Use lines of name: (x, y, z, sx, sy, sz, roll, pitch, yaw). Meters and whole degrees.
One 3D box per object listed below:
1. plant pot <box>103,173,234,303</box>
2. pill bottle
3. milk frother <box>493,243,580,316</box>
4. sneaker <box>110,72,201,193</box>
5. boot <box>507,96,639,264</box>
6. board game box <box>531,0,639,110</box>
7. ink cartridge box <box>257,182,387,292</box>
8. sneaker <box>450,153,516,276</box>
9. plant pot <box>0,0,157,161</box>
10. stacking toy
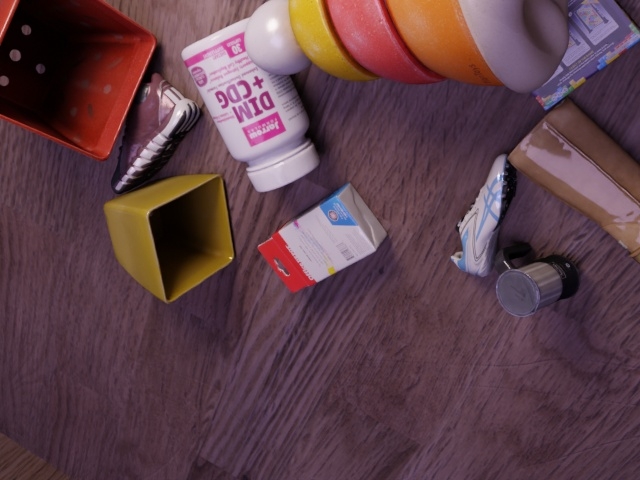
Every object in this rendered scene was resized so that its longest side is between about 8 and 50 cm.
plant pot: (-0.335, -0.024, 1.351, 0.187, 0.212, 0.212, 14, 123, 31)
pill bottle: (-0.117, -0.242, 1.145, 0.161, 0.160, 0.283, -15, 111, 30)
milk frother: (0.361, 0.090, 1.131, 0.129, 0.135, 0.143, 42, 130, 37)
sneaker: (-0.381, -0.234, 1.318, 0.281, 0.106, 0.162, -41, 89, 26)
boot: (0.472, -0.128, 0.982, 0.269, 0.089, 0.236, 45, 101, 11)
board game box: (0.369, -0.306, 0.958, 0.141, 0.048, 0.170, 49, 125, -5)
ink cartridge box: (0.000, 0.000, 1.279, 0.231, 0.078, 0.134, -30, 102, 34)
sneaker: (0.288, -0.044, 1.123, 0.086, 0.085, 0.237, 22, 121, 22)
plant pot: (-0.521, -0.334, 1.186, 0.236, 0.267, 0.267, 19, 86, 37)
stacking toy: (0.070, -0.340, 0.889, 0.480, 0.350, 0.350, -6, 115, 36)
